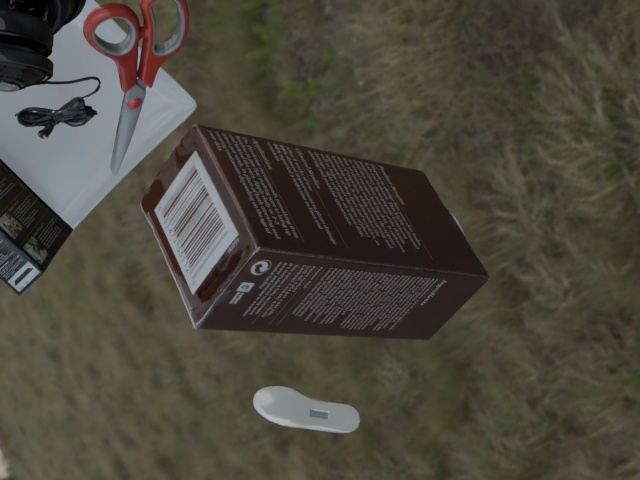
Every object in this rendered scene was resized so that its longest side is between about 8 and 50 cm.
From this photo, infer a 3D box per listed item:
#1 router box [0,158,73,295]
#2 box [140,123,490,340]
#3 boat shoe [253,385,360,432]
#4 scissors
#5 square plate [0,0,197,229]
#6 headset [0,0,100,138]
[{"bbox_3d":[-0.359,-0.022,1.297,0.133,0.046,0.179,46,-170,-12],"label":"router box"},{"bbox_3d":[0.000,0.000,1.329,0.143,0.381,0.191,-51,51,31],"label":"box"},{"bbox_3d":[-0.026,0.291,1.930,0.063,0.184,0.066,122,154,-68],"label":"boat shoe"},{"bbox_3d":[-0.190,-0.164,1.227,0.297,0.109,0.021,96,152,-58],"label":"scissors"},{"bbox_3d":[-0.450,-0.233,1.928,0.347,0.344,0.049,45,172,-8],"label":"square plate"},{"bbox_3d":[-0.426,-0.292,1.530,0.185,0.243,0.394,-3,143,24],"label":"headset"}]
